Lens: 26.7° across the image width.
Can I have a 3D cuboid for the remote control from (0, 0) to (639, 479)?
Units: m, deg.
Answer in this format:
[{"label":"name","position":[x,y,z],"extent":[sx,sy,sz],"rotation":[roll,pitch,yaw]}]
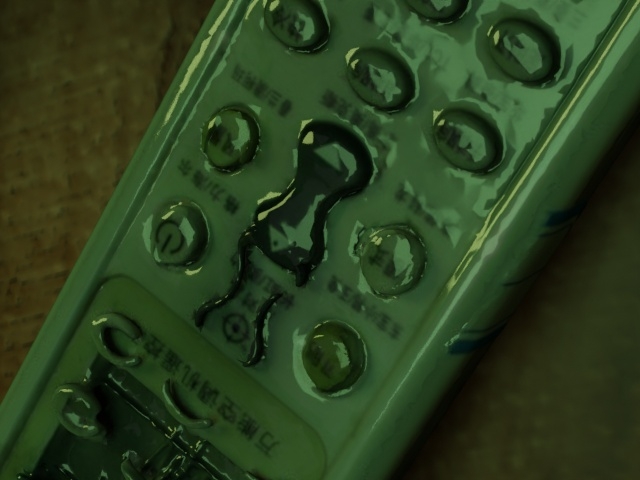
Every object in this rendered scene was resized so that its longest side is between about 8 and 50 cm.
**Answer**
[{"label":"remote control","position":[0.000,0.000,0.423],"extent":[0.128,0.065,0.335],"rotation":[37,109,17]}]
